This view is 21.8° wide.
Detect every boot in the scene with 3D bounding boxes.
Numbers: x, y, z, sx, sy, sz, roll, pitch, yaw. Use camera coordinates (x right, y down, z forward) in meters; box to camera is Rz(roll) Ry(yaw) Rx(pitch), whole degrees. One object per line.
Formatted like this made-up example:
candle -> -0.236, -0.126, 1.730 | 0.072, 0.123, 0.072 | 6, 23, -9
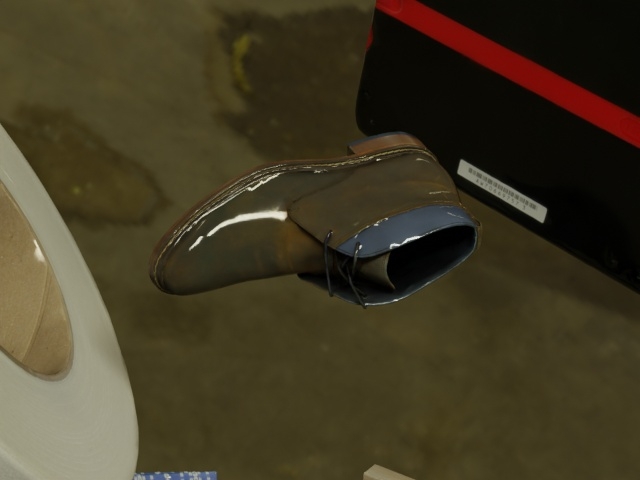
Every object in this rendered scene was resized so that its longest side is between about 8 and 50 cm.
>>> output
boot -> 0.000, 0.000, 1.111 | 0.219, 0.082, 0.106 | -24, 41, -16

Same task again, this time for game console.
game console -> 0.209, -0.167, 1.516 | 0.386, 0.342, 0.060 | 33, 42, 28

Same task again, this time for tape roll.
tape roll -> -0.253, 0.018, 1.122 | 0.392, 0.072, 0.392 | 59, 10, -17

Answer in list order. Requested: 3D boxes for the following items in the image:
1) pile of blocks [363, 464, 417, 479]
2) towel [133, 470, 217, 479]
pile of blocks -> 0.146, 0.362, 1.540 | 0.362, 0.149, 0.113 | 39, 41, 18
towel -> -0.247, 0.375, 1.824 | 0.336, 0.040, 0.243 | 3, 76, -36
